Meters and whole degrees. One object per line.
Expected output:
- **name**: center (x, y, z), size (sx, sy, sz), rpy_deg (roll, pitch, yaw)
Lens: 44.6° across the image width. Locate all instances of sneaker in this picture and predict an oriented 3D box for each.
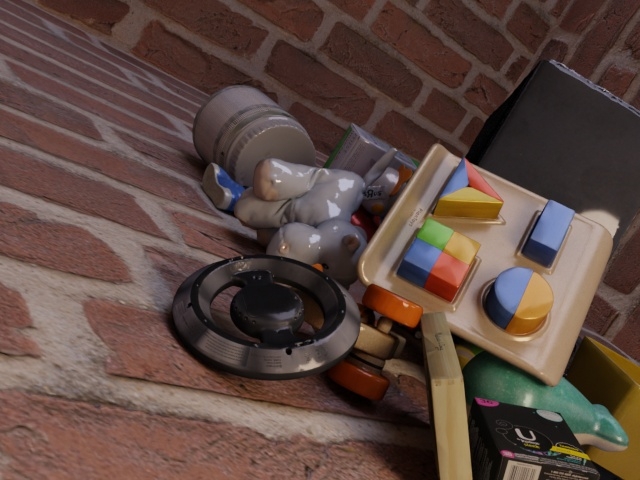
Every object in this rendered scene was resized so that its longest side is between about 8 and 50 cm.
- **sneaker**: center (-0.188, -0.104, 1.620), size (0.085, 0.058, 0.152), rpy_deg (18, 21, -34)

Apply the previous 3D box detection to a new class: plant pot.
- **plant pot**: center (0.547, 0.332, 1.413), size (0.212, 0.187, 0.212), rpy_deg (30, 12, -14)

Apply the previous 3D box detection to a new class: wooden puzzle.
- **wooden puzzle**: center (0.274, 0.014, 1.222), size (0.348, 0.322, 0.080), rpy_deg (30, -34, 7)

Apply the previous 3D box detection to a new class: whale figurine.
- **whale figurine**: center (0.350, 0.250, 1.225), size (0.272, 0.141, 0.216), rpy_deg (13, 13, -3)

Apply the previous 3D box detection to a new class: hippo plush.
- **hippo plush**: center (0.000, 0.000, 1.398), size (0.294, 0.234, 0.236), rpy_deg (-3, 51, -11)

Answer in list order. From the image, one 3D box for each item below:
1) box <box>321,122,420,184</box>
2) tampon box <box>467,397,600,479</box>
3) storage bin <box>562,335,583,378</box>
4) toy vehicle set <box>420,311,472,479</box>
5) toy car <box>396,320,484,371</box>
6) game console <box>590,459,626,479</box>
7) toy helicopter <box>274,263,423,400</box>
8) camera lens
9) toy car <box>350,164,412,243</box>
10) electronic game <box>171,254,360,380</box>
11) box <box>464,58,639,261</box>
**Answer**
- **box**: center (0.109, -0.119, 1.961), size (0.231, 0.262, 0.126), rpy_deg (27, 18, -18)
- **tampon box**: center (0.250, 0.280, 0.963), size (0.121, 0.101, 0.161), rpy_deg (11, 13, -3)
- **storage bin**: center (0.584, 0.287, 1.881), size (0.084, 0.122, 0.180), rpy_deg (31, 11, -11)
- **toy vehicle set**: center (0.155, 0.205, 0.978), size (0.035, 0.165, 0.267), rpy_deg (-6, 10, 6)
- **toy car**: center (0.272, 0.209, 1.539), size (0.225, 0.053, 0.239), rpy_deg (23, 15, -40)
- **game console**: center (0.457, 0.425, 1.100), size (0.342, 0.060, 0.386), rpy_deg (35, 11, 12)
- **toy helicopter**: center (0.018, 0.112, 1.176), size (0.235, 0.140, 0.355), rpy_deg (24, -1, 7)
- **camera lens**: center (-0.158, -0.222, 1.802), size (0.219, 0.219, 0.274), rpy_deg (23, 14, -39)
- **toy car**: center (0.117, -0.080, 1.757), size (0.219, 0.238, 0.210), rpy_deg (35, 44, -16)
- **electronic game**: center (-0.065, 0.087, 0.949), size (0.229, 0.048, 0.229), rpy_deg (7, 32, -4)
- **box**: center (0.391, -0.037, 1.575), size (0.297, 0.479, 0.472), rpy_deg (31, -3, 4)
